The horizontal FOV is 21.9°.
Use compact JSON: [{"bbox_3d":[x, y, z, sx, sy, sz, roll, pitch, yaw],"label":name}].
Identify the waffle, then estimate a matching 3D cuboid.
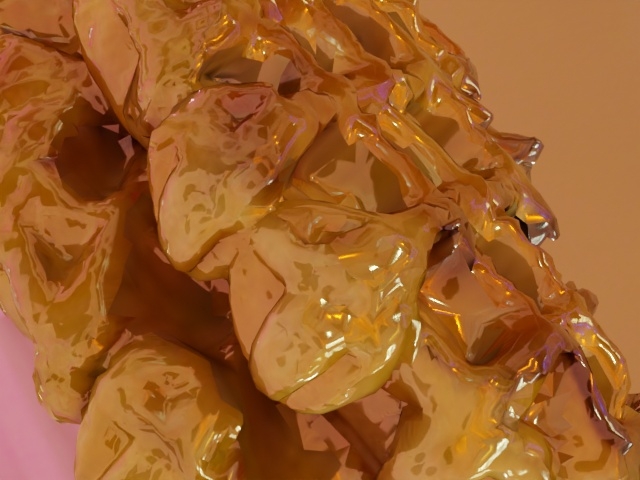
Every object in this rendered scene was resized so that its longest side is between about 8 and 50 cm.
[{"bbox_3d":[0.000,0.000,0.579,0.151,0.324,0.261,-39,-52,12],"label":"waffle"}]
